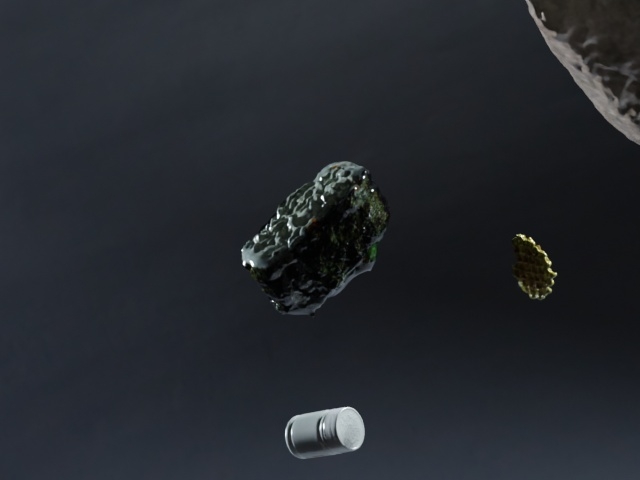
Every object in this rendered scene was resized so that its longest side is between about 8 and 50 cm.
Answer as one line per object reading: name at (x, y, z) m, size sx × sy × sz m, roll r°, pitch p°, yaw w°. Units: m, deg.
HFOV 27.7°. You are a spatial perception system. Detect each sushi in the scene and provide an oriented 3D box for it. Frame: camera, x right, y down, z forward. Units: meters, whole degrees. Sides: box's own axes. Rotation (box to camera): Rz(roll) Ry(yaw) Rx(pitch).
sushi at (0.000, 0.000, 1.819) m, size 0.225 × 0.127 × 0.124 m, roll -47°, pitch 32°, yaw -16°

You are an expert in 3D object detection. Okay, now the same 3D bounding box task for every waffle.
waffle at (0.268, 0.036, 1.648) m, size 0.016 × 0.085 × 0.078 m, roll -25°, pitch 53°, yaw -23°

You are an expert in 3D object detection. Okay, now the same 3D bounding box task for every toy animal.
toy animal at (0.390, -0.233, 1.511) m, size 0.188 × 0.358 × 0.226 m, roll -22°, pitch 32°, yaw 40°

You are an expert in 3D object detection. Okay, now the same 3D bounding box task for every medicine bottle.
medicine bottle at (0.005, 0.242, 1.631) m, size 0.089 × 0.057 × 0.057 m, roll -17°, pitch 34°, yaw 40°
